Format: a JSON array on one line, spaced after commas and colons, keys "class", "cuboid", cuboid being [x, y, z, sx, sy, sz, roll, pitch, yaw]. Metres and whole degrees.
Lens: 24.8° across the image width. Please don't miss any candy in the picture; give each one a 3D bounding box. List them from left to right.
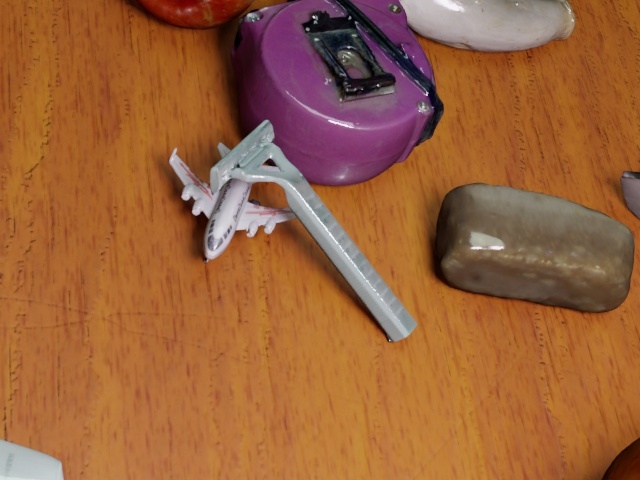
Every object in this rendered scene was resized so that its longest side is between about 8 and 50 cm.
[{"class": "candy", "cuboid": [0.246, 0.011, 1.674, 0.233, 0.102, 0.104, 9, 52, -13]}]

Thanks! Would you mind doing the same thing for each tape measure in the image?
[{"class": "tape measure", "cuboid": [0.015, -0.191, 1.708, 0.231, 0.149, 0.245, -14, 61, -30]}]

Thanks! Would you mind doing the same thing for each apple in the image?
[{"class": "apple", "cuboid": [-0.145, -0.346, 1.744, 0.181, 0.181, 0.168, 26, 53, 0]}]

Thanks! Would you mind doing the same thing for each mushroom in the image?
[{"class": "mushroom", "cuboid": [0.217, -0.296, 1.901, 0.270, 0.103, 0.118, 14, 49, -21]}]

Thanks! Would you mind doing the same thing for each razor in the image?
[{"class": "razor", "cuboid": [0.007, -0.004, 1.580, 0.278, 0.056, 0.111, 47, 46, -4]}]

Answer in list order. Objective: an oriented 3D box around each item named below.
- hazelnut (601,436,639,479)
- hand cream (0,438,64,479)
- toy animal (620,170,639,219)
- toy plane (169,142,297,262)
[{"class": "hazelnut", "cuboid": [0.436, 0.306, 1.389, 0.365, 0.366, 0.366, 10, 52, -13]}, {"class": "hand cream", "cuboid": [-0.388, 0.194, 1.314, 0.320, 0.067, 0.109, 17, 44, -12]}, {"class": "toy animal", "cuboid": [0.482, -0.067, 1.796, 0.179, 0.138, 0.166, -37, 90, -31]}, {"class": "toy plane", "cuboid": [-0.100, -0.039, 1.607, 0.162, 0.065, 0.171, 22, 52, -4]}]
